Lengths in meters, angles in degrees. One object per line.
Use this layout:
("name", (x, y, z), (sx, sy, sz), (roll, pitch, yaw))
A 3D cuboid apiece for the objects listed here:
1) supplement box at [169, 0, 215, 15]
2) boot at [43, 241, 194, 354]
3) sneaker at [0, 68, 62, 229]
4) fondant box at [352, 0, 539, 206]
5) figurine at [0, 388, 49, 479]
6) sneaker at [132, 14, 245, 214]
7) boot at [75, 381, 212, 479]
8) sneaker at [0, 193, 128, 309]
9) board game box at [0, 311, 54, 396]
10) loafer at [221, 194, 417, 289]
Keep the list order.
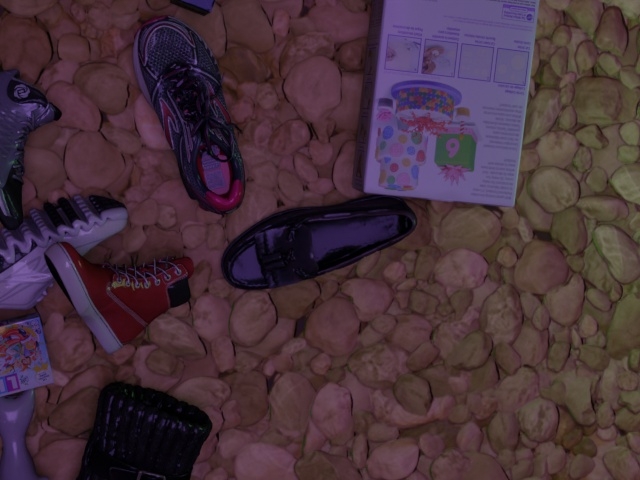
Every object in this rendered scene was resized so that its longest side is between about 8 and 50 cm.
("supplement box", (-0.173, -0.371, 1.715), (0.056, 0.083, 0.083), (19, 93, -13))
("boot", (-0.275, 0.045, 1.695), (0.176, 0.088, 0.244), (-33, 147, -7))
("sneaker", (-0.419, -0.137, 1.682), (0.132, 0.086, 0.229), (-17, 88, -15))
("fondant box", (0.186, -0.226, 1.802), (0.238, 0.096, 0.330), (5, 95, -12))
("figurine", (-0.501, 0.319, 1.735), (0.215, 0.092, 0.209), (-8, 94, -12))
("sneaker", (-0.174, -0.182, 1.725), (0.121, 0.112, 0.299), (-25, 100, -8))
("boot", (-0.203, 0.379, 1.777), (0.348, 0.131, 0.260), (24, 89, -16))
("sneaker", (-0.406, 0.026, 1.716), (0.292, 0.110, 0.118), (-24, 118, -8))
("board game box", (-0.465, 0.171, 1.702), (0.154, 0.026, 0.103), (-14, 108, -17))
("loafer", (0.000, 0.000, 1.790), (0.302, 0.095, 0.109), (-18, 100, -9))
